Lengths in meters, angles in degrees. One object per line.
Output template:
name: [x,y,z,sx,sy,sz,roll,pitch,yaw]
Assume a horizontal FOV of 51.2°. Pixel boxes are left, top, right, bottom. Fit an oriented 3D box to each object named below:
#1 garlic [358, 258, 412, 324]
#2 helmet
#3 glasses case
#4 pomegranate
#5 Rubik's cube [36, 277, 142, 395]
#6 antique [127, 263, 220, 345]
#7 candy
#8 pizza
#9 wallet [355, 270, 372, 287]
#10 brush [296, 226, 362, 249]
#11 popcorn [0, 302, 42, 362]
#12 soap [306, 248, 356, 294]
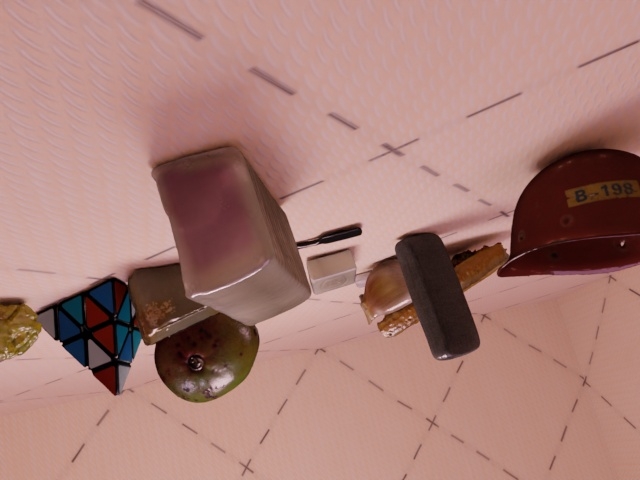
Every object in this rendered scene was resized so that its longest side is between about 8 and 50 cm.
garlic: [0.229,0.116,1.873,0.267,0.148,0.129,-29,173,42]
helmet: [0.542,-0.065,1.368,0.385,0.230,0.337,-9,164,16]
glasses case: [0.293,0.137,1.679,0.131,0.323,0.074,-7,161,-37]
pomegranate: [-0.299,0.300,1.826,0.291,0.290,0.323,-15,165,3]
Rubik's cube: [-0.464,0.226,1.499,0.284,0.234,0.250,-3,160,-32]
antique: [-0.272,0.116,1.489,0.284,0.150,0.125,-17,166,-22]
candy: [-0.128,0.004,1.080,0.145,0.208,0.358,-22,163,4]
pizza: [0.340,0.135,2.049,0.440,0.130,0.406,-32,179,-3]
wallet: [0.196,0.103,2.016,0.190,0.033,0.095,-15,166,6]
brush: [0.000,0.000,1.515,0.194,0.016,0.063,-15,164,3]
popcorn: [-0.671,0.195,1.418,0.145,0.126,0.126,-43,177,2]
soap: [0.028,0.083,1.743,0.122,0.063,0.183,-16,165,-2]
